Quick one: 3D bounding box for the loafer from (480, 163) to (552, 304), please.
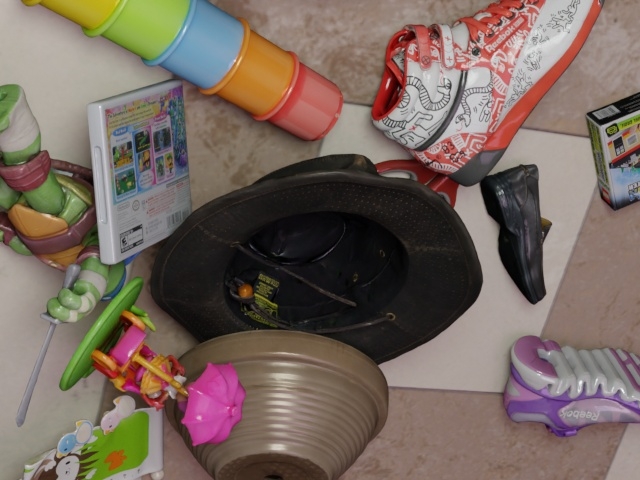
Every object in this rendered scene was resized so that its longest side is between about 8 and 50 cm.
[{"bbox_3d":[0.227,-0.005,1.471,0.061,0.062,0.170,-26,124,-10],"label":"loafer"}]

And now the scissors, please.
[{"bbox_3d":[0.165,-0.098,1.424,0.297,0.021,0.109,-35,121,1],"label":"scissors"}]

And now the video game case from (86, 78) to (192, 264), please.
[{"bbox_3d":[-0.163,-0.067,1.240,0.019,0.157,0.143,2,105,21],"label":"video game case"}]

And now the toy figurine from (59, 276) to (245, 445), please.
[{"bbox_3d":[-0.148,0.137,1.301,0.159,0.173,0.130,35,71,1],"label":"toy figurine"}]

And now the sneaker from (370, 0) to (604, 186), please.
[{"bbox_3d":[0.160,-0.195,1.323,0.145,0.090,0.270,28,102,-23],"label":"sneaker"}]

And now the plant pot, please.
[{"bbox_3d":[-0.047,0.201,1.402,0.237,0.110,0.237,1,144,1],"label":"plant pot"}]

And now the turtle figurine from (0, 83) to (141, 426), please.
[{"bbox_3d":[-0.291,0.003,1.212,0.274,0.198,0.266,-28,128,-6],"label":"turtle figurine"}]

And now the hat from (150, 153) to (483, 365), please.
[{"bbox_3d":[0.000,0.000,1.336,0.331,0.134,0.331,2,140,2],"label":"hat"}]

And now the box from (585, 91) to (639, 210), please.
[{"bbox_3d":[0.398,-0.123,1.477,0.207,0.036,0.114,-23,123,-6],"label":"box"}]

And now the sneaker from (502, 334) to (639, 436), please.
[{"bbox_3d":[0.313,0.186,1.593,0.236,0.095,0.105,12,120,-19],"label":"sneaker"}]

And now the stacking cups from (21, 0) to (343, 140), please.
[{"bbox_3d":[-0.111,-0.189,1.236,0.316,0.096,0.096,24,108,-31],"label":"stacking cups"}]

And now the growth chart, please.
[{"bbox_3d":[-0.257,0.254,1.415,0.237,0.021,0.172,-32,143,-23],"label":"growth chart"}]
